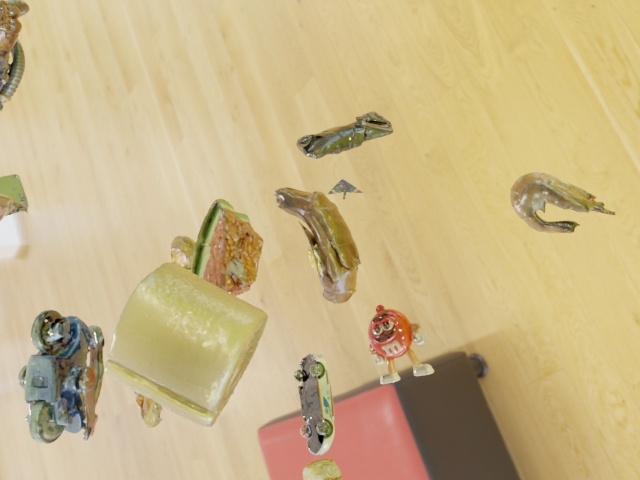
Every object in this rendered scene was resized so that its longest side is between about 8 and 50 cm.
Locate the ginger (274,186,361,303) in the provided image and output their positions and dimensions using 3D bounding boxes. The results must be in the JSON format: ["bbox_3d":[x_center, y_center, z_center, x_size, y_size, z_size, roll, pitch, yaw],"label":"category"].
[{"bbox_3d":[0.012,-0.001,1.371,0.133,0.107,0.309,-24,86,36],"label":"ginger"}]

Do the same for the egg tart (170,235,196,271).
[{"bbox_3d":[-0.430,0.045,1.834,0.130,0.052,0.130,14,119,27],"label":"egg tart"}]

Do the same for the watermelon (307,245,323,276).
[{"bbox_3d":[0.005,0.059,1.694,0.105,0.062,0.105,54,159,32],"label":"watermelon"}]

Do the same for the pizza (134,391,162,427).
[{"bbox_3d":[-0.293,0.207,0.975,0.185,0.052,0.195,-169,80,-68],"label":"pizza"}]

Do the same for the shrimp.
[{"bbox_3d":[0.598,-0.079,1.474,0.254,0.059,0.145,33,112,26],"label":"shrimp"}]

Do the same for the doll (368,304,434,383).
[{"bbox_3d":[0.209,0.280,1.611,0.183,0.085,0.217,-20,81,24],"label":"doll"}]

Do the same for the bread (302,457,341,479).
[{"bbox_3d":[0.005,0.569,1.390,0.077,0.070,0.083,47,139,41],"label":"bread"}]

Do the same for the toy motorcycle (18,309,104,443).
[{"bbox_3d":[-0.637,0.326,1.424,0.241,0.182,0.319,167,104,-76],"label":"toy motorcycle"}]

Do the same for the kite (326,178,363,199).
[{"bbox_3d":[0.078,-0.165,1.875,0.090,0.122,0.004,83,-168,-47],"label":"kite"}]

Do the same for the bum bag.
[{"bbox_3d":[0.064,-0.267,1.468,0.123,0.248,0.060,45,159,54],"label":"bum bag"}]

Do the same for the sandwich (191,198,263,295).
[{"bbox_3d":[-0.233,0.041,1.466,0.212,0.109,0.292,-9,75,47],"label":"sandwich"}]

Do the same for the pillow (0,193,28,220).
[{"bbox_3d":[-0.642,-0.015,0.982,0.059,0.255,0.169,58,178,6],"label":"pillow"}]

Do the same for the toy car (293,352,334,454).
[{"bbox_3d":[-0.008,0.339,1.211,0.095,0.056,0.205,-37,57,55],"label":"toy car"}]

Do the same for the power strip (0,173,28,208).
[{"bbox_3d":[-0.814,-0.116,1.349,0.145,0.215,0.061,60,149,22],"label":"power strip"}]

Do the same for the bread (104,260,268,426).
[{"bbox_3d":[-0.152,0.118,0.675,0.141,0.134,0.148,27,104,2],"label":"bread"}]

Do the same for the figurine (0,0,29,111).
[{"bbox_3d":[-0.651,-0.246,1.023,0.382,0.186,0.261,-53,32,26],"label":"figurine"}]
